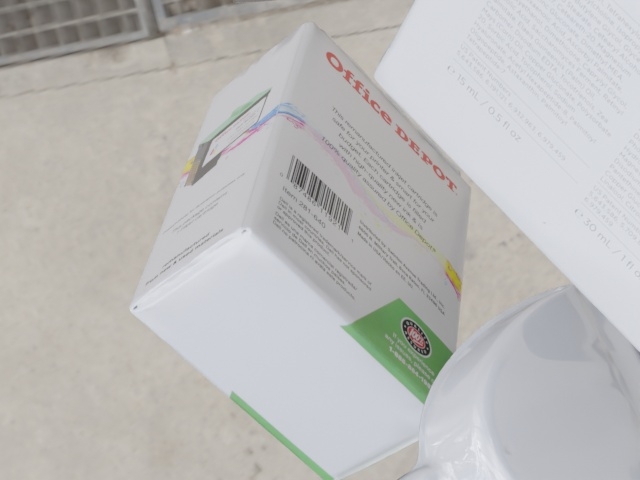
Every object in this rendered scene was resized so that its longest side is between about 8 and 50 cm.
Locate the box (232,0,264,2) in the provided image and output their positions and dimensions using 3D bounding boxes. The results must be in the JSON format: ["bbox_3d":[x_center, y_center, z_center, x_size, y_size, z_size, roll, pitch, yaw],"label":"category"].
[{"bbox_3d":[0.089,-0.396,1.375,0.097,0.395,0.318,56,165,-19],"label":"box"}]

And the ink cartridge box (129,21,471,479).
[{"bbox_3d":[0.000,0.000,0.965,0.117,0.278,0.201,-33,115,29],"label":"ink cartridge box"}]

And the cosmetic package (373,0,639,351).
[{"bbox_3d":[0.219,-0.041,0.455,0.377,0.097,0.284,48,141,16],"label":"cosmetic package"}]

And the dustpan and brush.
[{"bbox_3d":[0.082,0.112,0.666,0.060,0.211,0.147,-42,66,52],"label":"dustpan and brush"}]
